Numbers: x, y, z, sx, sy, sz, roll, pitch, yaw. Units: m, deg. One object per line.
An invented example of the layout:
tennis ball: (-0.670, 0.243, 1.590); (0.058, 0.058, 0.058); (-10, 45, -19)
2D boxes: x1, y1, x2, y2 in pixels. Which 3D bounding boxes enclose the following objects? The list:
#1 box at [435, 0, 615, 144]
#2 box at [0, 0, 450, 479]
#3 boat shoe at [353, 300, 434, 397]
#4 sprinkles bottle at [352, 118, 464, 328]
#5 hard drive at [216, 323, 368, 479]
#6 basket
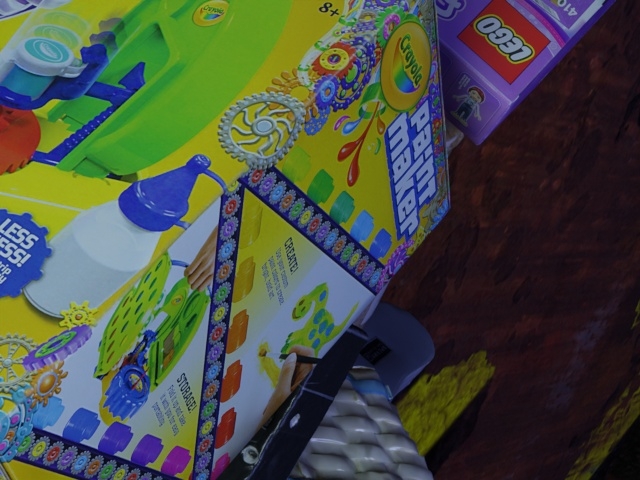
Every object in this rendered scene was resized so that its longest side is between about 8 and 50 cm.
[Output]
box: (0.047, -0.221, 0.876); (0.201, 0.293, 0.057); (-46, 176, -26)
box: (-0.137, -0.037, 0.735); (0.279, 0.290, 0.177); (-48, 152, -24)
boat shoe: (0.002, 0.137, 1.394); (0.105, 0.113, 0.306); (-53, 172, 23)
sprinkles bottle: (0.000, 0.000, 1.126); (0.121, 0.121, 0.355); (-39, 162, -37)
hard drive: (-0.152, 0.143, 0.965); (0.339, 0.237, 0.064); (-60, 155, 0)
basket: (-0.026, 0.230, 1.080); (0.254, 0.289, 0.201); (13, 134, -30)
